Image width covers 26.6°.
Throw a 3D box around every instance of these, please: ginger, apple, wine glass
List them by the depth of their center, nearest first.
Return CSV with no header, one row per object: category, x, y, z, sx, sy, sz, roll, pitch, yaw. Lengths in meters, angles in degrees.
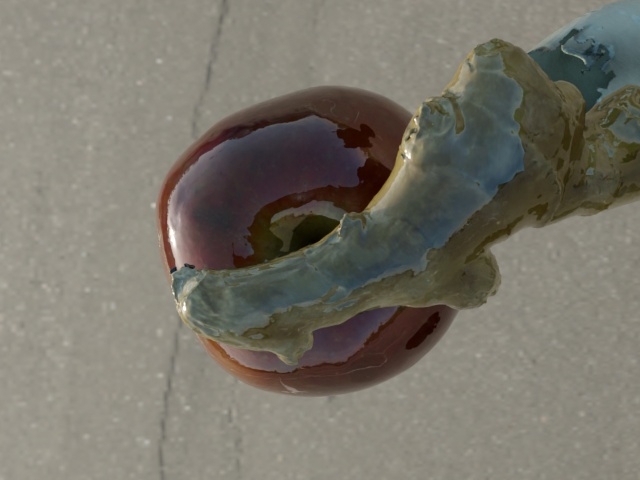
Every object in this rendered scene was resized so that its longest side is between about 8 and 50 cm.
ginger,0.073,-0.022,0.801,0.333,0.148,0.081,-31,41,-5
apple,0.000,0.000,0.966,0.230,0.230,0.230,-3,86,47
wine glass,0.315,-0.173,1.226,0.143,0.321,0.143,40,148,33
